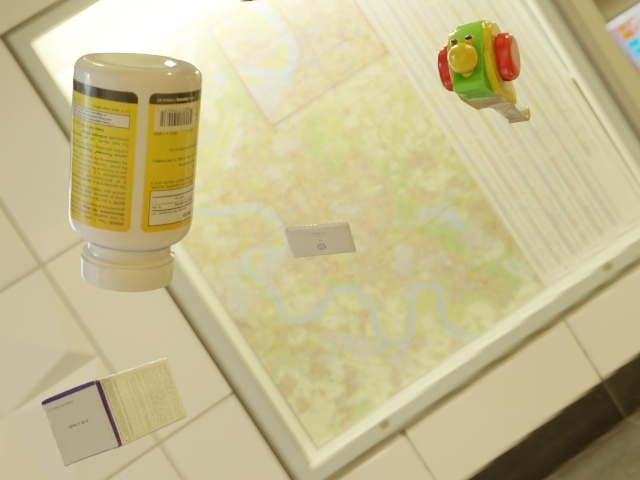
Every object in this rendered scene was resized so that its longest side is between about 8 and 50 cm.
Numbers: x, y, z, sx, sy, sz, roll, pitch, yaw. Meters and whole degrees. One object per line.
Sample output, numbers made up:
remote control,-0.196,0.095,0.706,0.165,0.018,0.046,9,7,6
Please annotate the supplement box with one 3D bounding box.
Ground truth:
supplement box,-0.328,0.273,1.672,0.111,0.114,0.220,-23,-4,22

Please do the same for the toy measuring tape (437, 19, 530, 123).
toy measuring tape,0.254,-0.254,1.539,0.121,0.121,0.330,-32,-16,20

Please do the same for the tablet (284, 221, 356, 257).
tablet,0.000,0.000,1.308,0.083,0.054,0.006,-5,44,12

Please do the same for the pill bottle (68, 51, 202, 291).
pill bottle,-0.279,-0.102,1.541,0.187,0.334,0.188,6,17,-2
